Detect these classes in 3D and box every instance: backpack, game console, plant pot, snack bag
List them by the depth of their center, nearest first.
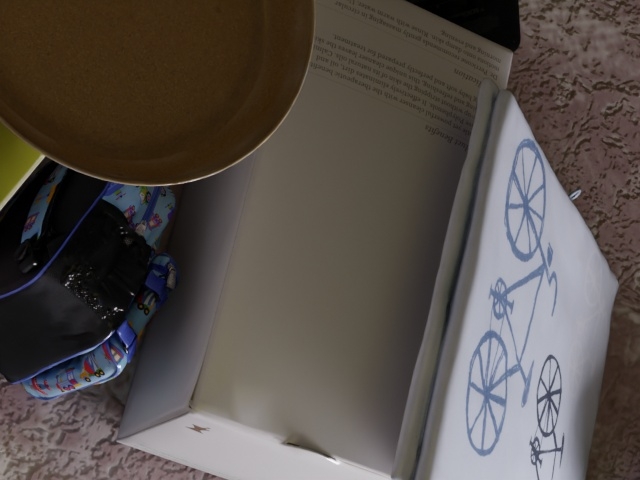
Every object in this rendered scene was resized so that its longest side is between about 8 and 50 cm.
[{"bbox_3d":[-0.113,-0.143,1.016,0.236,0.032,0.236,7,76,-29],"label":"plant pot"},{"bbox_3d":[-0.169,0.008,1.265,0.117,0.158,0.173,43,49,-20],"label":"backpack"},{"bbox_3d":[0.153,0.096,1.369,0.342,0.037,0.323,48,50,-55],"label":"snack bag"},{"bbox_3d":[0.103,-0.205,1.539,0.122,0.071,0.107,-20,116,-29],"label":"game console"}]

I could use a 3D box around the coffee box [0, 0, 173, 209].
[{"bbox_3d":[-0.334,-0.130,1.104,0.338,0.334,0.338,42,61,-12],"label":"coffee box"}]

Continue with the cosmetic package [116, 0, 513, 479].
[{"bbox_3d":[0.000,0.000,1.347,0.197,0.155,0.365,24,67,-21],"label":"cosmetic package"}]
